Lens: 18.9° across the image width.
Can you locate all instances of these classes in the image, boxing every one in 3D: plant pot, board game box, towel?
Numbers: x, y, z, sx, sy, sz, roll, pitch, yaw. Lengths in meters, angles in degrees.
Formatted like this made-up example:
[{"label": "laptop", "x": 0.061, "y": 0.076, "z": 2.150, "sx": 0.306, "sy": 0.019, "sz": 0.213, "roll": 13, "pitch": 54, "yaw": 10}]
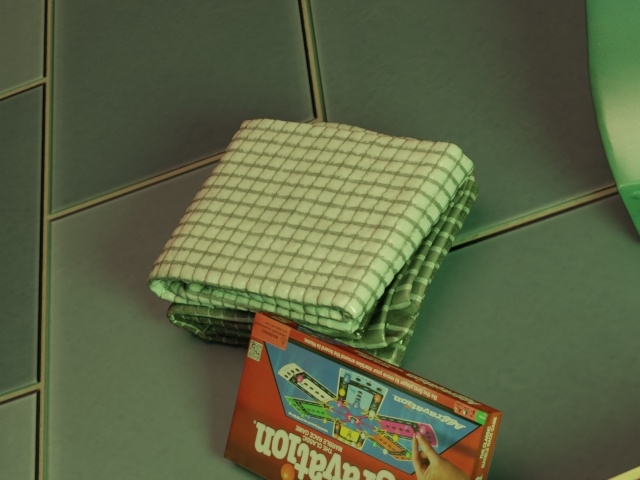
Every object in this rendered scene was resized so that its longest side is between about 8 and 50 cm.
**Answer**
[{"label": "plant pot", "x": 0.342, "y": -0.121, "z": 1.792, "sx": 0.165, "sy": 0.165, "sz": 0.234, "roll": -8, "pitch": 54, "yaw": 22}, {"label": "board game box", "x": 0.031, "y": 0.174, "z": 1.705, "sx": 0.281, "sy": 0.027, "sz": 0.145, "roll": 21, "pitch": 103, "yaw": 41}, {"label": "towel", "x": 0.000, "y": 0.000, "z": 1.889, "sx": 0.284, "sy": 0.121, "sz": 0.235, "roll": 8, "pitch": 52, "yaw": 36}]

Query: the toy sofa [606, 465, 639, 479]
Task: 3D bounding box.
[{"label": "toy sofa", "x": 0.286, "y": 0.259, "z": 1.418, "sx": 0.362, "sy": 0.177, "sz": 0.150, "roll": -24, "pitch": 44, "yaw": 12}]
